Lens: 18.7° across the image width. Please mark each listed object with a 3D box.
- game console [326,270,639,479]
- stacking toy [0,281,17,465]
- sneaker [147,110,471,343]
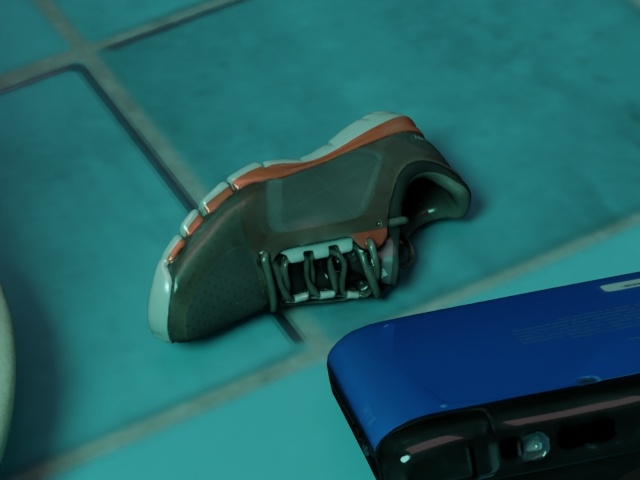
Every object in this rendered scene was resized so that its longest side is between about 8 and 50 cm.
[{"bbox_3d":[0.168,0.111,0.683,0.293,0.173,0.250,-10,11,-5],"label":"game console"},{"bbox_3d":[-0.302,-0.074,0.602,0.351,0.479,0.350,-3,42,3],"label":"stacking toy"},{"bbox_3d":[0.000,0.000,0.804,0.158,0.061,0.065,-34,55,-27],"label":"sneaker"}]
